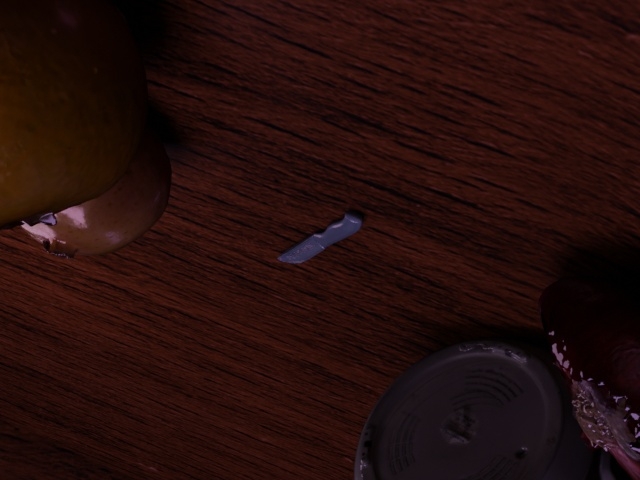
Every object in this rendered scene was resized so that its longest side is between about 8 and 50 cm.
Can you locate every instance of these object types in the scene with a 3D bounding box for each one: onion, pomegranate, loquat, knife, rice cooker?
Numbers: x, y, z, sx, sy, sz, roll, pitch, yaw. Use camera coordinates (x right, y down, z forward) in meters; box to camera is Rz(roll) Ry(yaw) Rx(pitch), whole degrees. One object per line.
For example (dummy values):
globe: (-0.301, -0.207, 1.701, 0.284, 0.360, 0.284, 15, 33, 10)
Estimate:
onion: (0.349, 0.138, 1.514, 0.272, 0.195, 0.272, 58, 180, 0)
pomegranate: (-0.269, -0.069, 1.652, 0.191, 0.191, 0.191, 20, 154, 10)
loquat: (-0.338, -0.171, 1.408, 0.328, 0.328, 0.359, 0, 102, 42)
knife: (0.001, 0.000, 1.735, 0.028, 0.015, 0.210, 26, 156, -17)
rice cooker: (0.239, 0.319, 1.779, 0.335, 0.335, 0.325, 4, 146, 38)
